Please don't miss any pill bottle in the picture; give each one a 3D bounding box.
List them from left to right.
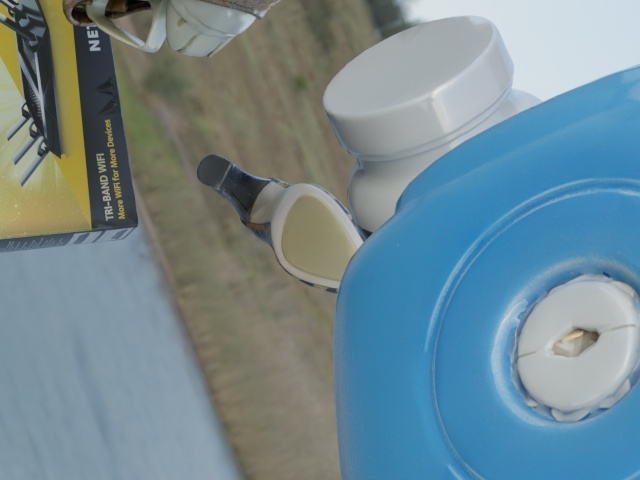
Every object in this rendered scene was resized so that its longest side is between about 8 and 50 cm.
[{"bbox_3d":[0.116,-0.010,1.118,0.278,0.162,0.162,63,1,-25],"label":"pill bottle"}]

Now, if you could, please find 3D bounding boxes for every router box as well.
[{"bbox_3d":[-0.345,-0.143,1.696,0.081,0.243,0.308,148,-67,-67],"label":"router box"}]

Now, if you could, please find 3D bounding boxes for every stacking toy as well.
[{"bbox_3d":[0.153,0.086,0.502,0.302,0.175,0.165,35,41,-44],"label":"stacking toy"}]

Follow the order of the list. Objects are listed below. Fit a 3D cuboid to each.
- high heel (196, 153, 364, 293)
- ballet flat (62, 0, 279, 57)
[{"bbox_3d":[0.000,0.000,1.682,0.261,0.093,0.186,36,1,28],"label":"high heel"},{"bbox_3d":[-0.133,-0.227,1.459,0.316,0.107,0.106,12,-89,45],"label":"ballet flat"}]
